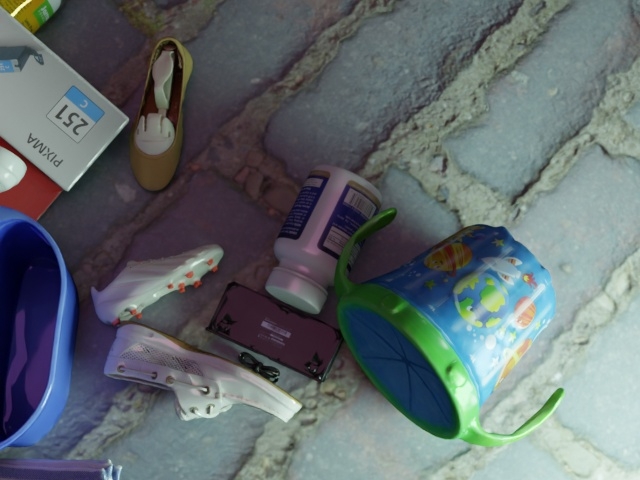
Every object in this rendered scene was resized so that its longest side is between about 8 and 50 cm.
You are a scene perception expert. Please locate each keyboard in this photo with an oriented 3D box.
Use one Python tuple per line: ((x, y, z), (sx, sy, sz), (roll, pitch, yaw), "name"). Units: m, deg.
((-0.068, 0.139, 1.570), (0.180, 0.023, 0.108), (24, 79, 10), "keyboard")

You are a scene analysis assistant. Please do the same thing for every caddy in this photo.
((-0.455, 0.124, 1.508), (0.241, 0.179, 0.341), (3, 73, 2), "caddy")

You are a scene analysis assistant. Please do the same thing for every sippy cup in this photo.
((0.178, 0.101, 1.483), (0.224, 0.240, 0.305), (-39, 114, -20), "sippy cup")

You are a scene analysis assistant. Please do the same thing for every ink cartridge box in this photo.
((-0.463, -0.168, 1.583), (0.296, 0.066, 0.261), (41, 84, -14), "ink cartridge box")

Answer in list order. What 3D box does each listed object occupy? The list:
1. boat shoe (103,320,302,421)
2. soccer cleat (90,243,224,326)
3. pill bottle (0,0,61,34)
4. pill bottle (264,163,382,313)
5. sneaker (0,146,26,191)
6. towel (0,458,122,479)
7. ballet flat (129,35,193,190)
((-0.161, 0.198, 1.522), (0.277, 0.098, 0.096), (19, 74, 17), "boat shoe")
((-0.229, 0.048, 1.584), (0.196, 0.068, 0.076), (-31, 71, -5), "soccer cleat")
((-0.472, -0.357, 1.680), (0.136, 0.136, 0.245), (39, 78, 13), "pill bottle")
((0.000, 0.000, 1.566), (0.112, 0.112, 0.186), (24, 75, 9), "pill bottle")
((-0.522, -0.045, 1.473), (0.293, 0.108, 0.169), (1, 59, 28), "sneaker")
((-0.361, 0.418, 1.450), (0.209, 0.034, 0.284), (-2, 72, 26), "towel")
((-0.237, -0.190, 1.653), (0.080, 0.073, 0.232), (4, 73, 4), "ballet flat")
